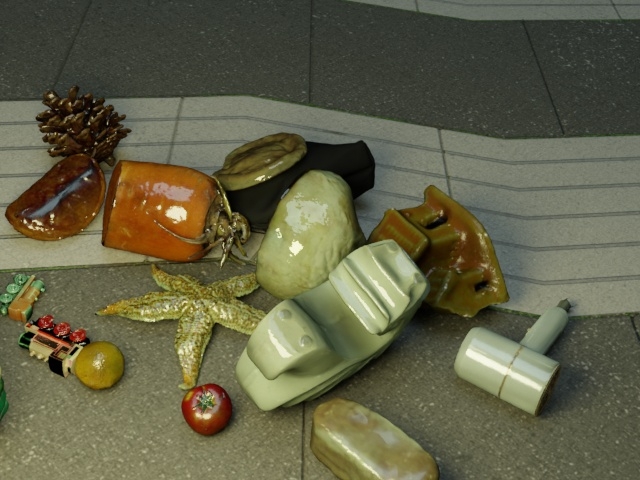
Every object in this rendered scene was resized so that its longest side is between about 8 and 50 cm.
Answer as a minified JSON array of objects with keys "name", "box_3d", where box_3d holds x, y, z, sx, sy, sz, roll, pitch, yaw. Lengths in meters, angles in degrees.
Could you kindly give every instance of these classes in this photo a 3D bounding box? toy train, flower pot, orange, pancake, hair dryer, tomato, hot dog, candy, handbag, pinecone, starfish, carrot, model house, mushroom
[{"name":"toy train","box_3d":[-0.482,0.188,1.697,0.138,0.050,0.087,21,45,17]},{"name":"flower pot","box_3d":[0.012,0.152,1.631,0.367,0.254,0.164,-29,72,-34]},{"name":"orange","box_3d":[-0.385,0.217,1.649,0.085,0.085,0.095,17,25,13]},{"name":"pancake","box_3d":[-0.129,-0.174,1.992,0.222,0.042,0.236,-4,27,36]},{"name":"hair dryer","box_3d":[0.406,0.188,1.799,0.173,0.107,0.357,27,35,23]},{"name":"tomato","box_3d":[-0.192,0.289,1.595,0.087,0.075,0.087,3,55,-5]},{"name":"hot dog","box_3d":[-0.552,-0.085,1.973,0.160,0.099,0.227,33,57,28]},{"name":"candy","box_3d":[0.083,0.353,1.526,0.102,0.104,0.234,-27,49,-35]},{"name":"handbag","box_3d":[-0.084,-0.123,2.062,0.288,0.152,0.342,18,38,38]},{"name":"pinecone","box_3d":[-0.552,-0.257,2.139,0.212,0.168,0.185,29,28,7]},{"name":"starfish","box_3d":[-0.223,0.118,1.805,0.347,0.078,0.358,28,44,29]},{"name":"carrot","box_3d":[-0.298,-0.057,1.899,0.331,0.214,0.193,12,84,1]},{"name":"model house","box_3d":[0.213,0.048,1.862,0.239,0.173,0.268,-19,43,-29]},{"name":"toy train","box_3d":[-0.567,0.107,1.790,0.064,0.044,0.103,15,42,6]},{"name":"mushroom","box_3d":[0.002,-0.007,1.811,0.164,0.189,0.267,26,52,22]}]

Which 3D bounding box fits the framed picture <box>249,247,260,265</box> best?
[{"name":"framed picture","box_3d":[-0.069,0.022,1.985,0.109,0.011,0.149,20,41,16]}]

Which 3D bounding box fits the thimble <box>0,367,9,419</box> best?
[{"name":"thimble","box_3d":[-0.614,0.202,1.475,0.167,0.288,0.254,-25,80,-31]}]
